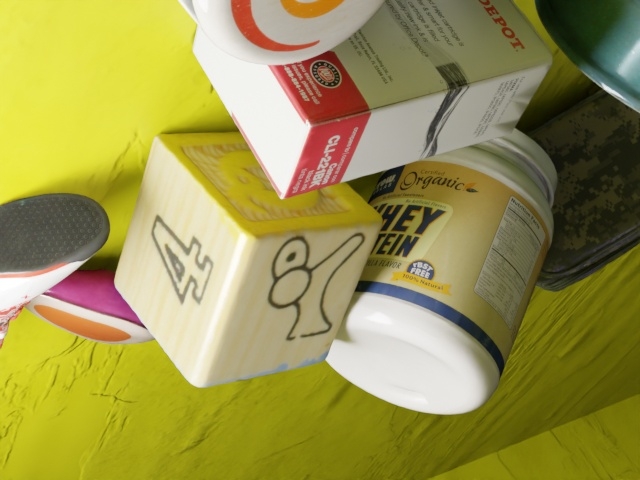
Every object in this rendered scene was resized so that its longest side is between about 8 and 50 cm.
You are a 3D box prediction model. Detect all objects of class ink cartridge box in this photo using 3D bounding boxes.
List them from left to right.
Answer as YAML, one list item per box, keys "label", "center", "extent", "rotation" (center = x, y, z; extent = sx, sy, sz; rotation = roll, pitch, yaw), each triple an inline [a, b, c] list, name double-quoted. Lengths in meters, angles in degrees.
- label: "ink cartridge box"
  center: [0.048, -0.176, 1.072]
  extent: [0.273, 0.197, 0.114]
  rotation: [-18, 152, -26]

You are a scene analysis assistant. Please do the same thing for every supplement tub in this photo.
- label: "supplement tub"
  center: [0.148, 0.025, 1.378]
  extent: [0.228, 0.228, 0.316]
  rotation: [93, 20, -60]

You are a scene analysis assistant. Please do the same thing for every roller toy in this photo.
- label: "roller toy"
  center: [-0.031, -0.242, 0.897]
  extent: [0.191, 0.146, 0.209]
  rotation: [-49, 145, 19]

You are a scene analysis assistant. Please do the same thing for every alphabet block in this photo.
- label: "alphabet block"
  center: [-0.082, 0.013, 1.224]
  extent: [0.192, 0.193, 0.197]
  rotation: [-7, 130, -42]

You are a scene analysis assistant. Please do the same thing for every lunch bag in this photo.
- label: "lunch bag"
  center: [0.386, -0.072, 1.652]
  extent: [0.305, 0.212, 0.256]
  rotation: [-31, 171, 0]

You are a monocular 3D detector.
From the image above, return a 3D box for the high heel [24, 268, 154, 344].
- label: "high heel"
  center: [-0.188, 0.041, 1.378]
  extent: [0.377, 0.181, 0.127]
  rotation: [20, 158, -41]

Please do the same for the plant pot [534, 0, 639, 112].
- label: "plant pot"
  center: [0.442, -0.318, 1.145]
  extent: [0.341, 0.341, 0.334]
  rotation: [-11, 140, -37]

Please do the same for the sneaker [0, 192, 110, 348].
- label: "sneaker"
  center: [-0.333, 0.048, 1.179]
  extent: [0.270, 0.090, 0.145]
  rotation: [-25, 155, -6]
